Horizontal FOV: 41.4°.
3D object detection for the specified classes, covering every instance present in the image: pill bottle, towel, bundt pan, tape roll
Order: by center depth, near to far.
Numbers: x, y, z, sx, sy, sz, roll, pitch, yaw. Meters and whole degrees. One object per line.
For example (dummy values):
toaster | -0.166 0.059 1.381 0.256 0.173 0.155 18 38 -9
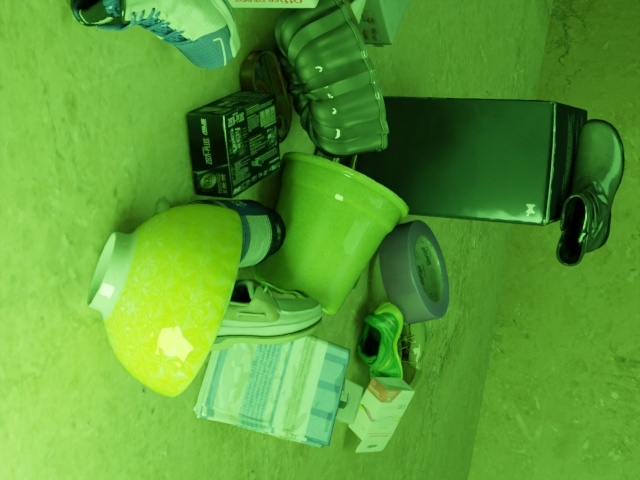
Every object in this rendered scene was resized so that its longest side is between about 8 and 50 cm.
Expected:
pill bottle | -0.151 -0.011 1.476 0.219 0.122 0.123 -7 103 -65
bundt pan | 0.006 -0.302 1.594 0.331 0.124 0.331 159 -90 -84
towel | -0.085 0.265 1.609 0.284 0.034 0.209 21 74 -24
tape roll | 0.259 0.086 2.315 0.275 0.090 0.275 38 45 -51

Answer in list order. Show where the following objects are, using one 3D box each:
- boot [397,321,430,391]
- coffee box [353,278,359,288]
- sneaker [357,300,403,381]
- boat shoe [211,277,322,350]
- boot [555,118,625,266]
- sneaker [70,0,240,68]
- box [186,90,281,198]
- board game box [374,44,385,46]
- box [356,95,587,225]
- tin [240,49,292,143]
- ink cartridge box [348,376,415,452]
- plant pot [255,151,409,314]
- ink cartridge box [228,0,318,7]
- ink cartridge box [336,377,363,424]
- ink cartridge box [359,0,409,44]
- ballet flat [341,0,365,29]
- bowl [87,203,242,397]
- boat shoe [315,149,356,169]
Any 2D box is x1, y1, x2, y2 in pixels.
boot | 0.247 0.298 2.440 0.204 0.095 0.262 73 32 -42
coffee box | 0.063 0.020 2.038 0.113 0.040 0.184 -66 150 -31
sneaker | 0.148 0.300 2.254 0.123 0.109 0.296 -22 123 -33
boat shoe | -0.121 0.121 1.480 0.302 0.113 0.103 -6 104 -37
boot | 0.642 -0.117 2.024 0.222 0.118 0.338 -17 107 -57
sneaker | -0.255 -0.337 1.189 0.315 0.127 0.182 56 51 -46
box | -0.148 -0.172 1.489 0.180 0.077 0.148 -41 133 -55
board game box | 0.141 -0.562 2.062 0.103 0.026 0.154 18 80 -64
box | 0.399 -0.211 2.176 0.471 0.479 0.298 -16 109 -64
tin | -0.102 -0.272 1.613 0.106 0.040 0.190 -55 143 -38
ink cartridge box | 0.152 0.459 2.233 0.115 0.067 0.198 12 109 -43
plant pot | 0.000 0.000 1.681 0.254 0.276 0.276 -66 152 -8
ink cartridge box | -0.107 -0.489 1.380 0.237 0.171 0.100 50 53 -58
ink cartridge box | -0.023 0.318 1.794 0.218 0.158 0.092 43 58 -60
ink cartridge box | 0.104 -0.632 1.845 0.309 0.130 0.272 68 36 -47
ballet flat | 0.025 -0.512 1.707 0.124 0.116 0.342 -37 133 -13
bowl | -0.242 0.065 1.223 0.156 0.289 0.290 21 73 -21
boat shoe | 0.043 -0.181 1.882 0.104 0.089 0.285 1 96 -65
